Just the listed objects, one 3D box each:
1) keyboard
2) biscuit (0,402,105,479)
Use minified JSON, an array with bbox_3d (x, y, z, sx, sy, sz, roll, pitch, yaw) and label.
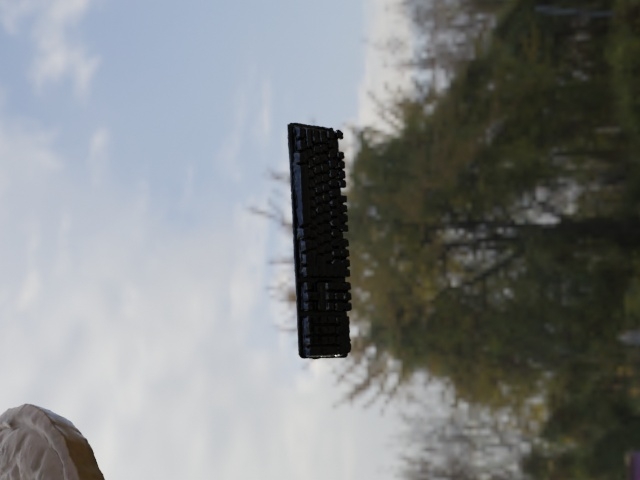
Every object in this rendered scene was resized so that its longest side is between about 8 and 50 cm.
[{"bbox_3d":[0.001,0.000,1.373,0.072,0.023,0.231,4,-99,-49],"label":"keyboard"},{"bbox_3d":[-0.333,0.366,1.543,0.385,0.062,0.365,12,91,60],"label":"biscuit"}]
